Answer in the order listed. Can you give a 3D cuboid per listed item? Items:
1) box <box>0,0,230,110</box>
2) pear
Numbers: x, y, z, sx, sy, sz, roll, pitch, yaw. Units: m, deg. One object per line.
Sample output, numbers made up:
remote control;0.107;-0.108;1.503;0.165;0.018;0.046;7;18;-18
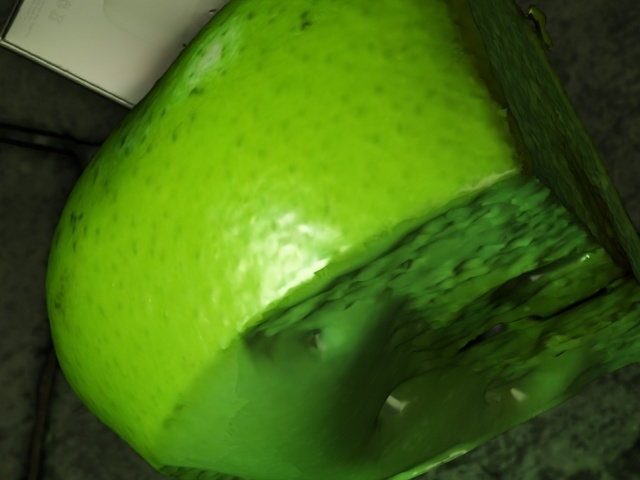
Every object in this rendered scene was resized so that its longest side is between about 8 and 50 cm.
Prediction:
box;-0.102;-0.143;0.858;0.129;0.051;0.130;26;91;-12
pear;0.000;0.000;0.795;0.318;0.342;0.238;-29;63;14
